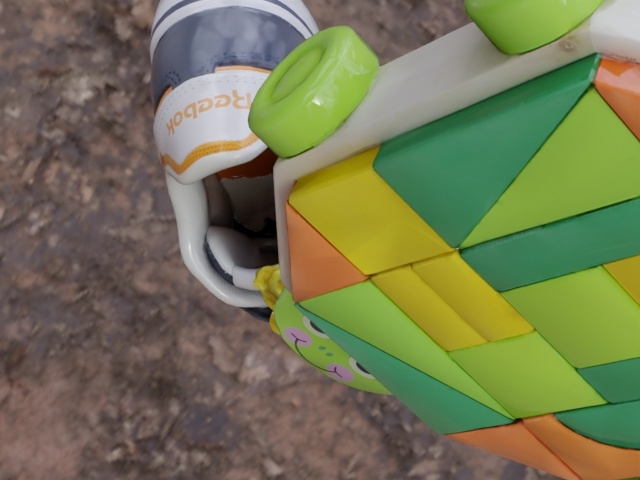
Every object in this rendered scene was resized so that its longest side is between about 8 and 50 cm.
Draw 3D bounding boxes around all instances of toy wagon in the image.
[{"bbox_3d":[0.088,0.019,0.525,0.267,0.344,0.068,43,52,-23],"label":"toy wagon"}]

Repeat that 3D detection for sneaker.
[{"bbox_3d":[0.000,0.000,0.736,0.321,0.126,0.127,48,31,-46],"label":"sneaker"}]
